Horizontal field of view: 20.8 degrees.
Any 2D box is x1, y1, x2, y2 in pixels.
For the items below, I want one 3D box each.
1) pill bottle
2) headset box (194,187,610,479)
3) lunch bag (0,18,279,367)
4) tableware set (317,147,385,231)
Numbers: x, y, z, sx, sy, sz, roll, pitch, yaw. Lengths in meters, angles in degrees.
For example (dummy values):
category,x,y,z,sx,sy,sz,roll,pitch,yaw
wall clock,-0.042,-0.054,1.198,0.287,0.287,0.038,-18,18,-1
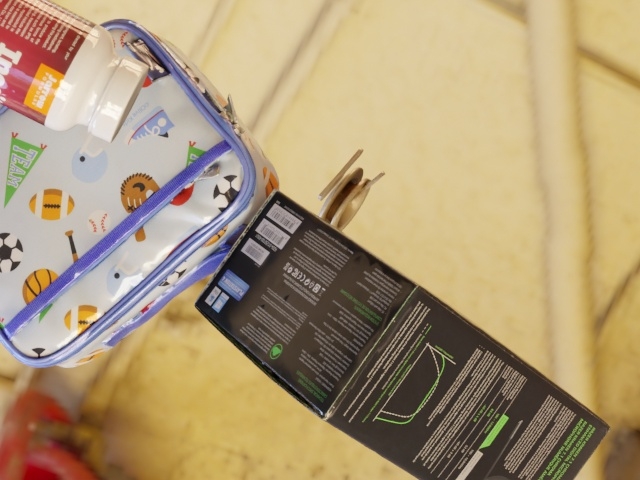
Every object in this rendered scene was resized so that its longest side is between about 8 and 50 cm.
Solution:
category,x,y,z,sx,sy,sz,roll,pitch,yaw
pill bottle,-0.208,-0.134,1.277,0.086,0.152,0.086,-63,3,7
headset box,0.074,0.110,1.488,0.131,0.283,0.246,-55,36,0
lunch bag,-0.195,-0.039,1.575,0.303,0.243,0.115,-40,-15,8
tableware set,0.000,0.000,1.875,0.194,0.039,0.128,-50,-13,-25
